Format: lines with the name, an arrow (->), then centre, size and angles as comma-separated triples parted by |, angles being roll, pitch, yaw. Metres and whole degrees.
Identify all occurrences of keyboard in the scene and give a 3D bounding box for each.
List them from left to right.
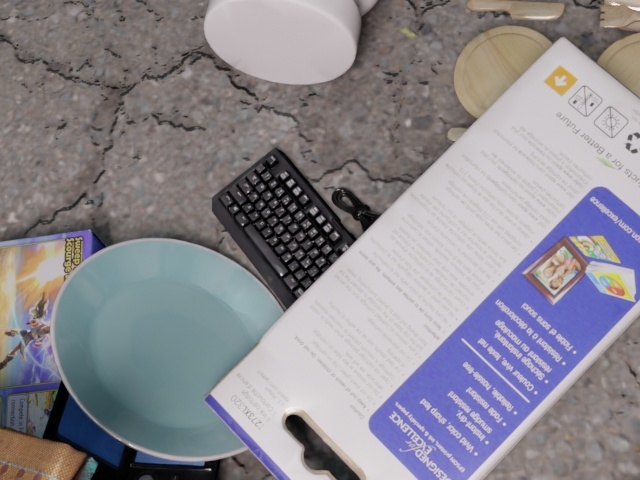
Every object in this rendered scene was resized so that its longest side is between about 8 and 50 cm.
keyboard -> 0.000, 0.000, 0.780 | 0.108, 0.023, 0.180 | -36, 66, -7

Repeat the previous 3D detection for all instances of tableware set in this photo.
tableware set -> 0.205, -0.123, 0.787 | 0.194, 0.039, 0.128 | 7, 76, 16

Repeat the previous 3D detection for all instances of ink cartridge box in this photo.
ink cartridge box -> 0.110, 0.043, 0.697 | 0.371, 0.069, 0.176 | -44, 75, -7

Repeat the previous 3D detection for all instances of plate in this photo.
plate -> -0.105, 0.079, 0.721 | 0.188, 0.024, 0.188 | 16, 47, -17

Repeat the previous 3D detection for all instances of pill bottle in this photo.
pill bottle -> -0.010, -0.275, 0.829 | 0.153, 0.153, 0.265 | 6, 68, 13

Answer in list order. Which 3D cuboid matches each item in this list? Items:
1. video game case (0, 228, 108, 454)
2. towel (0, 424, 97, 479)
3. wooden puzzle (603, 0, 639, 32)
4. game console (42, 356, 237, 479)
video game case -> -0.283, 0.137, 0.748 | 0.244, 0.061, 0.269 | -7, 66, 7
towel -> -0.299, 0.214, 0.565 | 0.370, 0.040, 0.271 | 1, 59, 41
wooden puzzle -> 0.370, -0.267, 0.817 | 0.221, 0.044, 0.239 | 14, 70, 15
game console -> -0.125, 0.118, 0.707 | 0.107, 0.071, 0.122 | 1, 51, 10
